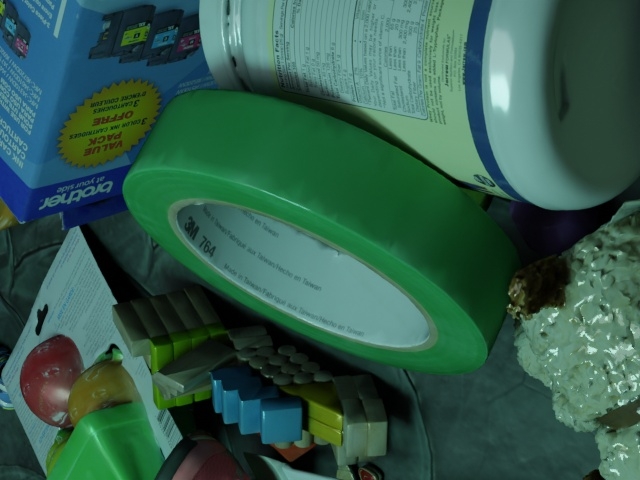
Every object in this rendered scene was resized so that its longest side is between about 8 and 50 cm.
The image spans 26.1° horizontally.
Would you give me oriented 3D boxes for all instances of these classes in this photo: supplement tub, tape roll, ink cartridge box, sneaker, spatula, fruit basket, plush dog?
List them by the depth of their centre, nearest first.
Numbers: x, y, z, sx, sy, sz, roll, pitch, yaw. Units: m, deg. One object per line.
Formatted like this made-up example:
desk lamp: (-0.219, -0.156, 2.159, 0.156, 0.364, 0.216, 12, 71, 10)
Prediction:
plush dog: (0.248, 0.100, 1.002, 0.262, 0.210, 0.225, -39, 75, 34)
supplement tub: (0.089, -0.163, 1.047, 0.324, 0.235, 0.236, 16, 120, 41)
tape roll: (0.000, 0.000, 1.106, 0.321, 0.077, 0.321, 23, 161, 9)
ink cartridge box: (-0.180, -0.183, 1.288, 0.151, 0.270, 0.395, 50, 137, 23)
spatula: (0.009, 0.297, 1.460, 0.168, 0.019, 0.242, 61, 155, -13)
sneaker: (-0.078, 0.305, 1.494, 0.136, 0.116, 0.314, 20, 158, 28)
fruit basket: (-0.276, 0.209, 1.702, 0.327, 0.165, 0.353, -58, 47, 38)
sneaker: (-0.457, 0.167, 1.915, 0.144, 0.053, 0.059, 41, 135, 12)

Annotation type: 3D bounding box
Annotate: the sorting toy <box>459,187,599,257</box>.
sorting toy: (0.098, -0.008, 1.244, 0.365, 0.127, 0.126, 7, 144, 41)

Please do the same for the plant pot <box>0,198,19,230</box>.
plant pot: (-0.465, -0.091, 1.688, 0.205, 0.188, 0.205, 23, 125, 37)

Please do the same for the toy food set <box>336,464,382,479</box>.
toy food set: (0.054, 0.288, 1.475, 0.078, 0.019, 0.122, 11, 113, 42)

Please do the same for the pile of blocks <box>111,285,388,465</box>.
pile of blocks: (-0.083, 0.172, 1.459, 0.362, 0.149, 0.113, 24, 127, 36)
